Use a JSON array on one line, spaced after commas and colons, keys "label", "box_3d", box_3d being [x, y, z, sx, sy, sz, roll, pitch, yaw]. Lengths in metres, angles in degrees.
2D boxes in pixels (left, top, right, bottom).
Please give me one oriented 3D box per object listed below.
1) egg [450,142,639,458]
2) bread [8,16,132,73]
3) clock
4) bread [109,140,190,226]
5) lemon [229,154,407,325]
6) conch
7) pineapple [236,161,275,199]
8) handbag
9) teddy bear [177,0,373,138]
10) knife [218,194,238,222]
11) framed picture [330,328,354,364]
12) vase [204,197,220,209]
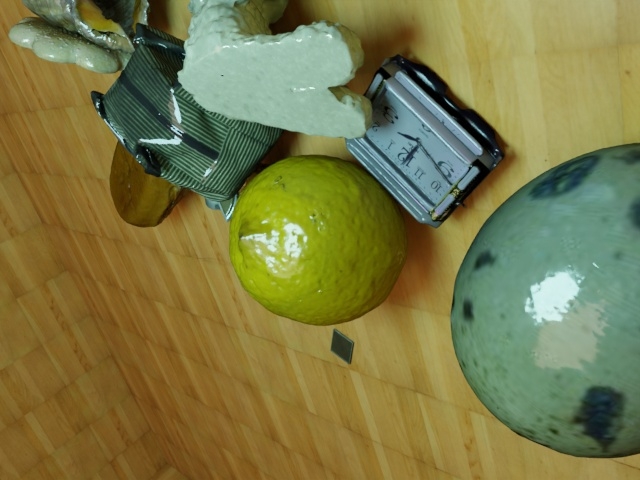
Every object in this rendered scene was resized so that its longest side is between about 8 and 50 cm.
[{"label": "egg", "box_3d": [0.346, 0.074, 0.756, 0.345, 0.345, 0.428, 35, 137, 24]}, {"label": "bread", "box_3d": [-0.547, -0.452, 1.387, 0.316, 0.316, 0.054, 32, 116, 27]}, {"label": "clock", "box_3d": [0.163, -0.157, 0.989, 0.253, 0.083, 0.186, 47, 144, 10]}, {"label": "bread", "box_3d": [-0.430, -0.179, 1.553, 0.236, 0.183, 0.389, 50, 144, 10]}, {"label": "lemon", "box_3d": [-0.001, -0.001, 1.096, 0.336, 0.336, 0.336, 29, 137, 30]}, {"label": "conch", "box_3d": [-0.476, -0.565, 1.288, 0.352, 0.210, 0.297, 33, 134, -7]}, {"label": "pineapple", "box_3d": [-0.090, -0.107, 1.322, 0.164, 0.140, 0.250, -22, 125, 12]}, {"label": "handbag", "box_3d": [-0.267, -0.248, 1.163, 0.247, 0.240, 0.341, -50, 55, 12]}, {"label": "teddy bear", "box_3d": [-0.075, -0.379, 0.994, 0.375, 0.363, 0.327, 6, 151, 17]}, {"label": "knife", "box_3d": [-0.230, -0.206, 1.320, 0.061, 0.027, 0.343, -18, 80, 16]}, {"label": "framed picture", "box_3d": [0.054, 0.268, 1.525, 0.066, 0.006, 0.089, 32, 139, 28]}, {"label": "vase", "box_3d": [-0.257, -0.178, 1.440, 0.096, 0.096, 0.220, 26, 139, 33]}]
